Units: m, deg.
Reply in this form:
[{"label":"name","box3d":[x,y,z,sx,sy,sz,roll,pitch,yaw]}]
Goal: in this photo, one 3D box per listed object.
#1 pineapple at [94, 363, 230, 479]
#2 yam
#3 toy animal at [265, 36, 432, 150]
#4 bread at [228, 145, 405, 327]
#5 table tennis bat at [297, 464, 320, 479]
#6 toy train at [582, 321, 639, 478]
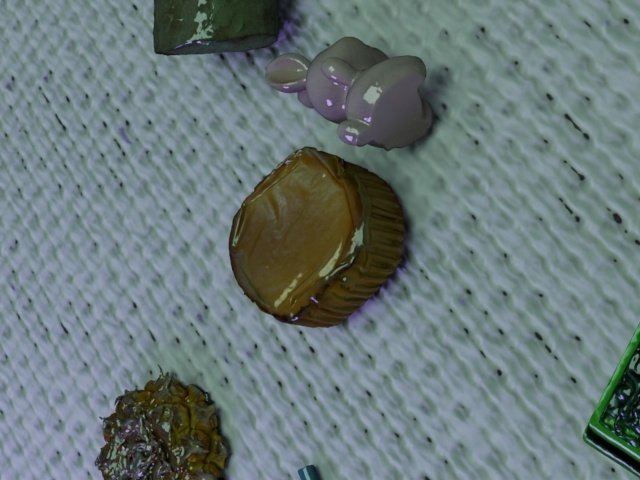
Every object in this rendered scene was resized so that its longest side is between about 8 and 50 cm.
[{"label":"pineapple","box3d":[-0.208,0.271,1.532,0.225,0.076,0.225,-7,78,36]},{"label":"yam","box3d":[-0.127,-0.347,1.497,0.161,0.161,0.268,-8,81,37]},{"label":"toy animal","box3d":[0.028,-0.183,1.389,0.212,0.124,0.124,36,106,42]},{"label":"bread","box3d":[0.000,0.001,1.390,0.199,0.104,0.199,-10,74,36]},{"label":"table tennis bat","box3d":[0.014,0.326,1.390,0.100,0.019,0.155,-36,66,29]},{"label":"toy train","box3d":[0.341,0.107,1.060,0.132,0.188,0.243,32,103,35]}]
